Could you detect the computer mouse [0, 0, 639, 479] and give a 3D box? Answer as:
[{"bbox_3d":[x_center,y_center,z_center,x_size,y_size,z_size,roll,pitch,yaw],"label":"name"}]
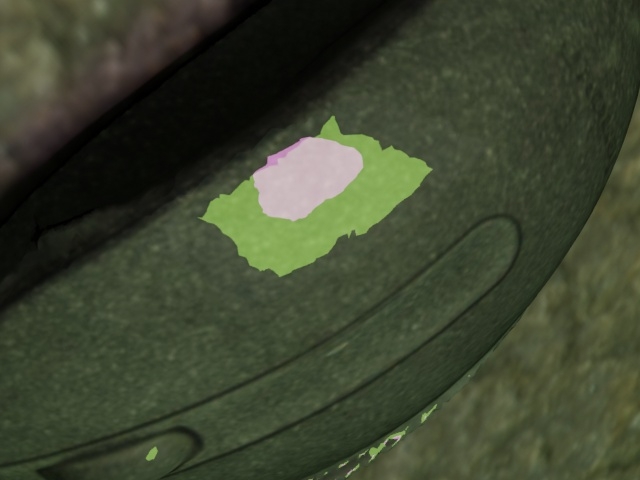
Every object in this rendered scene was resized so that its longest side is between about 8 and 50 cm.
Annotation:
[{"bbox_3d":[0.001,0.001,0.699,0.374,0.114,0.203,-43,143,-4],"label":"computer mouse"}]
